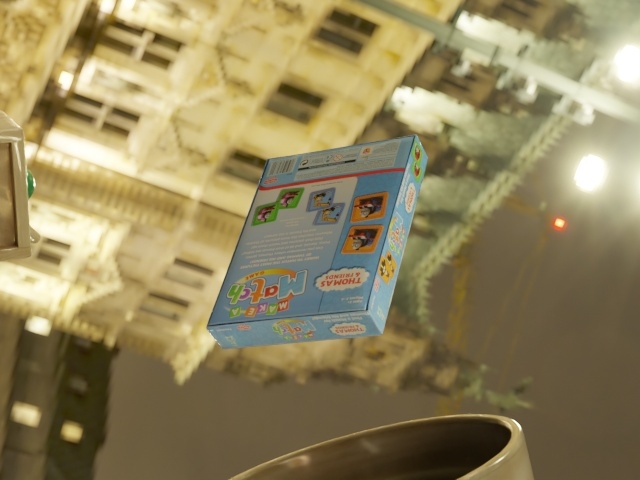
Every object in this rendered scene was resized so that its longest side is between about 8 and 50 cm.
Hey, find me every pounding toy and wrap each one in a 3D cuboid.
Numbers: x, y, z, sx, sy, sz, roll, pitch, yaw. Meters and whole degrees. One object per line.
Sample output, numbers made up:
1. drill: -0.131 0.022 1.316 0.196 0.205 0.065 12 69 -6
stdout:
1. pounding toy: -0.292 -0.037 1.147 0.100 0.141 0.130 34 -52 58

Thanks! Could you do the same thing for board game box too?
1. board game box: 0.000 0.000 1.251 0.160 0.039 0.211 -7 -136 27

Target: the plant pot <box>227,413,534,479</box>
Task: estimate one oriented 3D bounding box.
1. plant pot: 0.059 0.338 1.246 0.323 0.323 0.280 -5 -79 67
